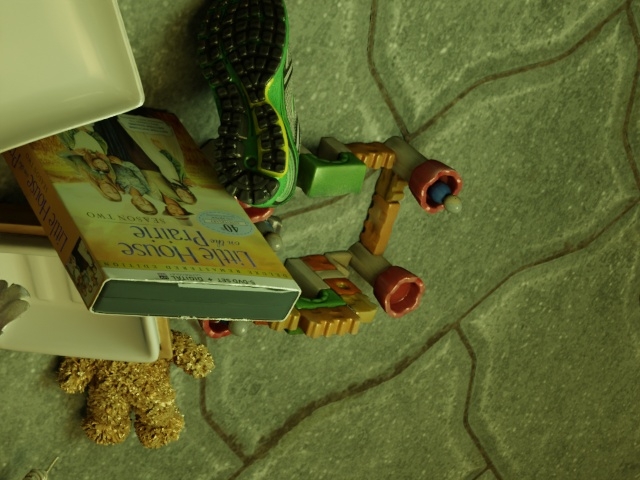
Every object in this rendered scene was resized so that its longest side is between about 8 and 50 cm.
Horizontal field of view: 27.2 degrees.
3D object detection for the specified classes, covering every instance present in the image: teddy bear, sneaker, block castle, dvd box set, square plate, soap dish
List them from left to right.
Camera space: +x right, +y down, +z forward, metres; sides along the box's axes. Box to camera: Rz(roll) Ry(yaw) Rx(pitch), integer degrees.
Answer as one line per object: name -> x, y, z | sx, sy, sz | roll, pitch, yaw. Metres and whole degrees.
square plate -> -0.427, -0.284, 1.677 | 0.347, 0.049, 0.344 | -22, 110, -24
soap dish -> -0.358, 0.056, 1.913 | 0.291, 0.118, 0.229 | 5, 129, 11
teddy bear -> -0.304, 0.211, 2.129 | 0.245, 0.113, 0.338 | 21, 122, -6
dvd box set -> -0.247, -0.052, 1.786 | 0.307, 0.420, 0.062 | 6, 125, -39
sneaker -> -0.098, -0.210, 1.925 | 0.134, 0.343, 0.146 | -3, 169, 12
block castle -> 0.000, 0.000, 2.170 | 0.453, 0.213, 0.303 | -4, 123, -36

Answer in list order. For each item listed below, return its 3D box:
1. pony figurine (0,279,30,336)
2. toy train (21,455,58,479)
pony figurine -> -0.580, 0.107, 1.762 | 0.351, 0.303, 0.363 | -35, 159, -13
toy train -> -0.554, 0.419, 2.146 | 0.143, 0.105, 0.248 | 31, 100, -33
